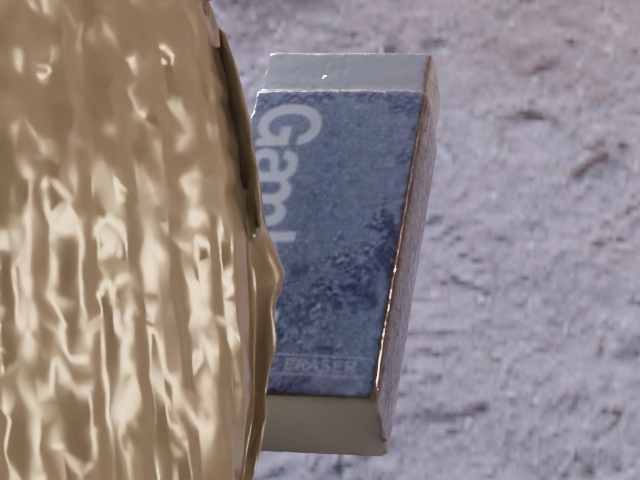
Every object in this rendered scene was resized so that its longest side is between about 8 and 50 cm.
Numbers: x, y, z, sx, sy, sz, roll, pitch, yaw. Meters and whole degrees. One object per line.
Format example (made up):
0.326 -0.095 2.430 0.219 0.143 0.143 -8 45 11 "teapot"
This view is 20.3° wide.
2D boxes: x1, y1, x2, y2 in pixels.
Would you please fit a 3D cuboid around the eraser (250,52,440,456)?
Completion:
0.000 0.000 0.844 0.092 0.046 0.212 1 52 13 "eraser"

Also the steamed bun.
-0.195 -0.005 0.387 0.241 0.374 0.374 -24 43 31 "steamed bun"
